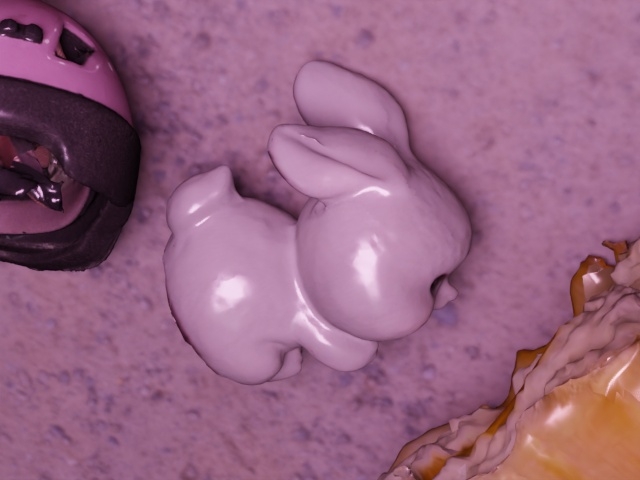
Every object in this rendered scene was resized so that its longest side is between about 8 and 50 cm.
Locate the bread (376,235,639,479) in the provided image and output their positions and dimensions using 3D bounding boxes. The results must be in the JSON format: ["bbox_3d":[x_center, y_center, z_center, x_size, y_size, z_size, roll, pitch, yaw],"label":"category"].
[{"bbox_3d":[0.242,0.194,0.810,0.394,0.250,0.361,35,119,-9],"label":"bread"}]

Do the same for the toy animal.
[{"bbox_3d":[-0.008,-0.001,0.834,0.193,0.127,0.178,-34,102,26],"label":"toy animal"}]

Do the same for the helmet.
[{"bbox_3d":[-0.216,-0.072,0.821,0.198,0.253,0.154,9,81,-19],"label":"helmet"}]
